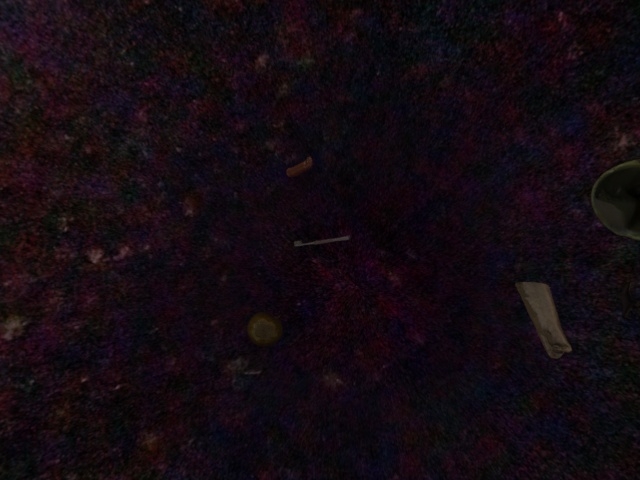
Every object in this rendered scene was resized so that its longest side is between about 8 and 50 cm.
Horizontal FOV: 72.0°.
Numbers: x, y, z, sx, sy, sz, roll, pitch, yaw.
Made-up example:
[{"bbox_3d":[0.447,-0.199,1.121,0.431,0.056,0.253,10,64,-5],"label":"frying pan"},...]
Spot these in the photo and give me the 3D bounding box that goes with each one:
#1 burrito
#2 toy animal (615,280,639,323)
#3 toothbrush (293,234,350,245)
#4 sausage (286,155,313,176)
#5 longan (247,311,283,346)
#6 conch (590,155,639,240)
[{"bbox_3d":[0.629,0.215,1.232,0.087,0.060,0.226,-16,65,9],"label":"burrito"},{"bbox_3d":[0.985,0.221,1.294,0.210,0.121,0.117,40,120,-4],"label":"toy animal"},{"bbox_3d":[0.001,0.002,1.324,0.194,0.014,0.017,-6,107,30],"label":"toothbrush"},{"bbox_3d":[-0.073,-0.263,1.597,0.042,0.158,0.036,31,64,-25],"label":"sausage"},{"bbox_3d":[-0.108,0.176,0.891,0.083,0.075,0.075,-34,81,-34],"label":"longan"},{"bbox_3d":[0.534,-0.049,0.665,0.187,0.124,0.181,-18,88,45],"label":"conch"}]
